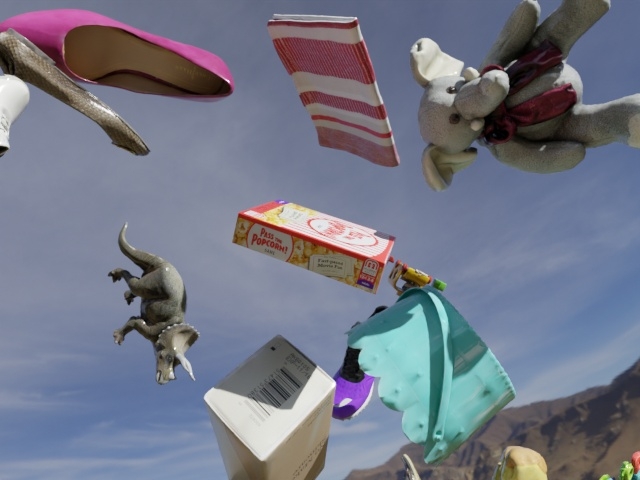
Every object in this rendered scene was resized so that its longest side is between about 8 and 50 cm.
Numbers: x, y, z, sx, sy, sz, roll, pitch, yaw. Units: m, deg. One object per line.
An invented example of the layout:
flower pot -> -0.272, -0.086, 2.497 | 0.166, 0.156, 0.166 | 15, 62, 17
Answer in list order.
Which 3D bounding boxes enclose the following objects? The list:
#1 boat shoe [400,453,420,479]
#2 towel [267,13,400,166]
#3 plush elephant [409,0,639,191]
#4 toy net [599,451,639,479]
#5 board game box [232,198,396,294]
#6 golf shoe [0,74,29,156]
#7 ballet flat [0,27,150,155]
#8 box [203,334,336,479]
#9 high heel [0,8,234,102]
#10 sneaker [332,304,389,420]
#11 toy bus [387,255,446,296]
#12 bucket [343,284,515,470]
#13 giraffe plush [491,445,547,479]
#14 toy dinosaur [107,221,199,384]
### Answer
boat shoe -> 0.269, 0.710, 1.211 | 0.049, 0.152, 0.056 | -21, -60, -5
towel -> 0.032, -0.300, 0.851 | 0.037, 0.237, 0.329 | -50, -40, -16
plush elephant -> 0.271, -0.217, 0.638 | 0.255, 0.272, 0.330 | -14, 0, -21
toy net -> 0.605, 0.453, 0.796 | 0.232, 0.122, 0.045 | 4, 4, -36
board game box -> 0.000, 0.000, 0.563 | 0.193, 0.147, 0.045 | 19, -73, 10
golf shoe -> -0.405, -0.132, 0.501 | 0.085, 0.176, 0.069 | 19, -32, 4
ballet flat -> -0.379, -0.209, 0.640 | 0.058, 0.084, 0.250 | -55, -43, -10
box -> -0.073, 0.312, 0.647 | 0.148, 0.121, 0.311 | -36, -35, -34
high heel -> -0.346, -0.322, 0.725 | 0.376, 0.181, 0.127 | -8, -57, -30
sneaker -> 0.093, 0.269, 0.966 | 0.293, 0.102, 0.146 | -48, -45, -31
toy bus -> 0.282, 0.135, 1.322 | 0.202, 0.190, 0.105 | 23, -85, -46
bucket -> 0.190, 0.227, 0.734 | 0.183, 0.281, 0.281 | -35, -35, -1
giraffe plush -> 0.304, 0.406, 0.532 | 0.170, 0.211, 0.181 | 18, -20, 25
toy dinosaur -> -0.324, 0.119, 0.814 | 0.160, 0.314, 0.121 | -8, -6, 7
